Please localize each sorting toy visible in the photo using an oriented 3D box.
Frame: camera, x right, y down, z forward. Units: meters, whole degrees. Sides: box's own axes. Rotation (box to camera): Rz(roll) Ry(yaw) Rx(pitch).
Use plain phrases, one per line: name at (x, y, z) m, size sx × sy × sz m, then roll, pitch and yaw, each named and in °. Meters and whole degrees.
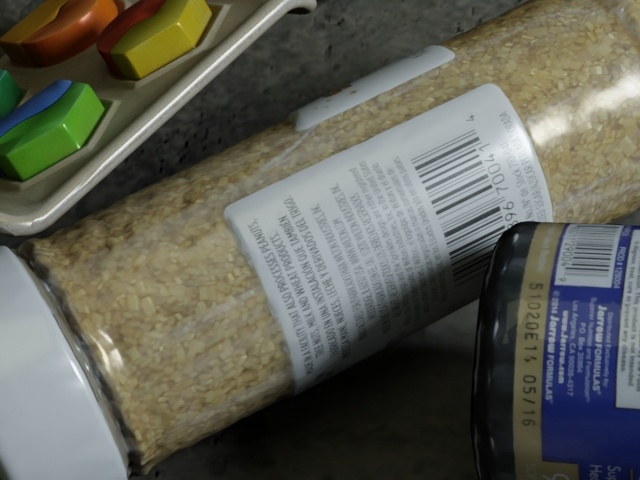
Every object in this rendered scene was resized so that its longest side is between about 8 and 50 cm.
sorting toy at (-0.130, -0.081, 0.901) m, size 0.208 × 0.038 × 0.193 m, roll -40°, pitch 30°, yaw -25°

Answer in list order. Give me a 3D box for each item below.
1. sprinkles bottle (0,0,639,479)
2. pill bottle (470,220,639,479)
sprinkles bottle at (0.000, 0.000, 0.807) m, size 0.355 × 0.121 × 0.121 m, roll -27°, pitch 51°, yaw -14°
pill bottle at (0.179, 0.056, 0.723) m, size 0.219 × 0.123 × 0.123 m, roll 3°, pitch 50°, yaw 16°
